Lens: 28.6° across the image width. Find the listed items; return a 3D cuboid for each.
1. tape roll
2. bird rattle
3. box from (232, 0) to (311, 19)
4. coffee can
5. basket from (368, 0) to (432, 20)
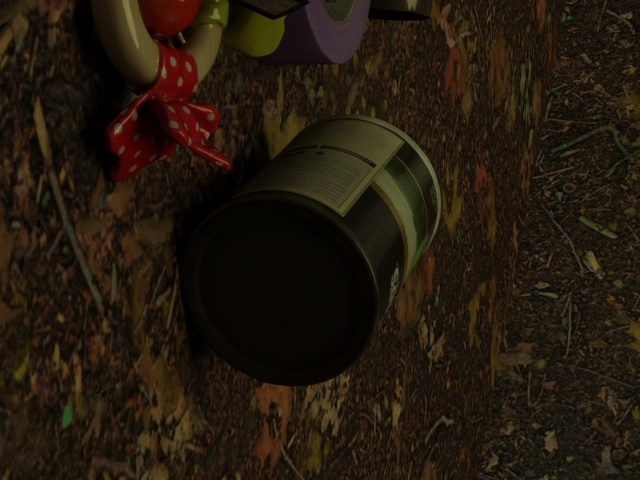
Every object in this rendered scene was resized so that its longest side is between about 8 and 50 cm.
[{"bbox_3d":[-0.019,-0.334,1.401,0.275,0.090,0.275,3,90,-71],"label":"tape roll"},{"bbox_3d":[-0.138,-0.186,1.090,0.254,0.143,0.207,-59,137,-32],"label":"bird rattle"},{"bbox_3d":[-0.100,-0.310,1.029,0.232,0.059,0.184,21,67,-35],"label":"box"},{"bbox_3d":[0.000,0.000,1.321,0.275,0.201,0.202,-51,139,-61],"label":"coffee can"},{"bbox_3d":[0.089,-0.407,1.632,0.204,0.154,0.227,-4,99,-70],"label":"basket"}]
